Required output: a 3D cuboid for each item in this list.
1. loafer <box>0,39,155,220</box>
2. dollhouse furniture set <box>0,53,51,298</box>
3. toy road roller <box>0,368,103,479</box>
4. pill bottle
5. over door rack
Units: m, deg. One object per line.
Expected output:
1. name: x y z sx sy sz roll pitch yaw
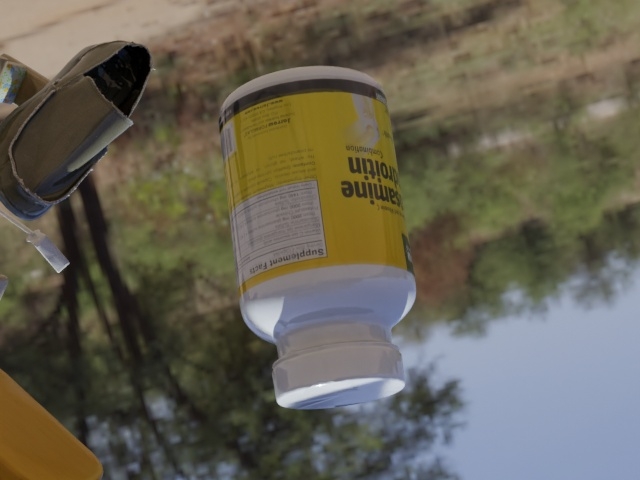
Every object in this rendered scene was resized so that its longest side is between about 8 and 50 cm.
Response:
1. loafer: -0.245 -0.124 1.504 0.087 0.094 0.251 -22 -148 42
2. dollhouse furniture set: -0.370 -0.069 1.513 0.161 0.242 0.212 31 -168 25
3. toy road roller: -0.337 0.180 1.041 0.329 0.203 0.240 35 -161 26
4. pill bottle: 0.000 0.000 0.876 0.103 0.184 0.103 -7 163 -2
5. over door rack: -0.525 0.021 2.084 0.239 0.108 0.324 -44 -138 -12
